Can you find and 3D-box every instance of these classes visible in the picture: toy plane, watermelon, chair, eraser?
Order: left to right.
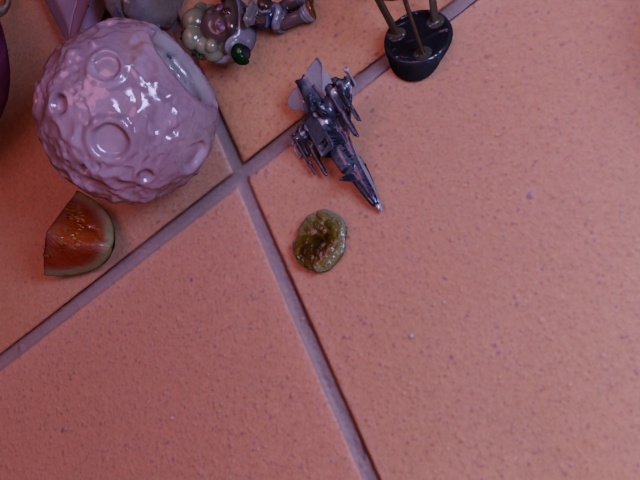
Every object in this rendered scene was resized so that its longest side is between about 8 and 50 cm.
[{"bbox_3d":[-0.370,0.005,1.682,0.135,0.094,0.125,-48,63,16],"label":"watermelon"},{"bbox_3d":[-0.363,-0.432,1.823,0.243,0.059,0.204,-51,52,29],"label":"eraser"},{"bbox_3d":[0.013,-0.135,1.492,0.160,0.082,0.234,-50,49,42],"label":"toy plane"},{"bbox_3d":[0.110,-0.303,1.427,0.095,0.221,0.104,-35,53,-10],"label":"chair"}]

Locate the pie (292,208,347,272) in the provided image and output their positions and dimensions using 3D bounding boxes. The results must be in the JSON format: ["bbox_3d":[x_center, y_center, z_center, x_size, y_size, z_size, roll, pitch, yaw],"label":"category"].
[{"bbox_3d":[0.000,0.000,1.489,0.084,0.020,0.084,-11,69,30],"label":"pie"}]

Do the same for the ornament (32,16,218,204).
[{"bbox_3d":[-0.271,-0.170,1.576,0.225,0.259,0.259,-35,58,14],"label":"ornament"}]

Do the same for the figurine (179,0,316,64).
[{"bbox_3d":[-0.106,-0.310,1.618,0.197,0.093,0.147,-21,58,23],"label":"figurine"}]

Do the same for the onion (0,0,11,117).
[{"bbox_3d":[-0.627,-0.307,1.834,0.345,0.358,0.358,-15,57,-19],"label":"onion"}]

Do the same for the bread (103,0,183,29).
[{"bbox_3d":[-0.258,-0.489,1.727,0.102,0.183,0.337,6,75,37],"label":"bread"}]
